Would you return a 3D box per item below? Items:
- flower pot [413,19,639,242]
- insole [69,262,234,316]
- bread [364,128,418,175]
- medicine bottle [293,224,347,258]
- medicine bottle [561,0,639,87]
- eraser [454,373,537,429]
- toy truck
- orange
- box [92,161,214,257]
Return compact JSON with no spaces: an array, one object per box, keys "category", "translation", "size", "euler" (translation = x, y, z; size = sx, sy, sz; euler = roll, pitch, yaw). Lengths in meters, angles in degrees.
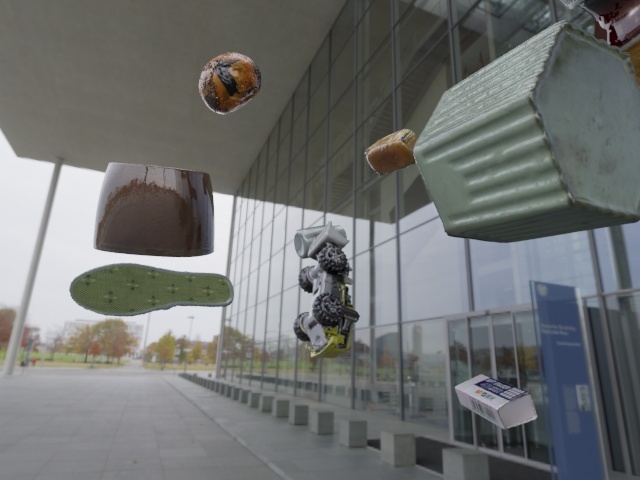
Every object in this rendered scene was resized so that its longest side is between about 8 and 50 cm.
[{"category":"flower pot","translation":[0.265,-0.116,0.523],"size":[0.209,0.240,0.189],"euler":[-25,3,-27]},{"category":"insole","translation":[-0.311,0.096,0.812],"size":[0.322,0.109,0.007],"euler":[7,-32,-42]},{"category":"bread","translation":[0.294,-0.353,1.681],"size":[0.136,0.107,0.241],"euler":[53,-26,-17]},{"category":"medicine bottle","translation":[0.000,0.000,1.110],"size":[0.130,0.081,0.080],"euler":[-11,-10,-28]},{"category":"medicine bottle","translation":[0.623,-0.483,0.799],"size":[0.395,0.243,0.242],"euler":[40,-25,-6]},{"category":"eraser","translation":[0.583,0.539,1.401],"size":[0.130,0.086,0.287],"euler":[-17,-3,-11]},{"category":"toy truck","translation":[0.018,0.104,0.870],"size":[0.111,0.286,0.136],"euler":[20,-38,-19]},{"category":"orange","translation":[-0.328,-0.568,1.500],"size":[0.182,0.234,0.234],"euler":[43,-26,-5]},{"category":"box","translation":[-0.410,-0.080,1.057],"size":[0.300,0.217,0.301],"euler":[7,5,-1]}]
